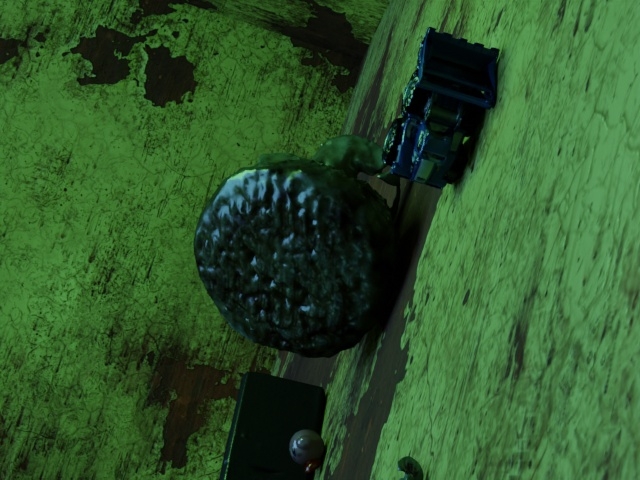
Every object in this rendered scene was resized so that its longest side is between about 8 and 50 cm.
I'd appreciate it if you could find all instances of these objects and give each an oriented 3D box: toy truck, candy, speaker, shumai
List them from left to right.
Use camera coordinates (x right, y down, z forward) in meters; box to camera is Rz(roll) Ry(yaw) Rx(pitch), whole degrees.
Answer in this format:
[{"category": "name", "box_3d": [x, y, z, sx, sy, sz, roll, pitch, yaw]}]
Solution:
[{"category": "speaker", "box_3d": [-0.112, 0.469, 1.928, 0.388, 0.180, 0.184, -78, 2, -48]}, {"category": "shumai", "box_3d": [0.000, 0.000, 1.749, 0.348, 0.395, 0.395, -29, -37, -59]}, {"category": "candy", "box_3d": [0.082, 0.312, 1.021, 0.043, 0.045, 0.175, -19, 43, 41]}, {"category": "toy truck", "box_3d": [0.167, -0.178, 1.345, 0.126, 0.113, 0.208, -86, 13, -69]}]

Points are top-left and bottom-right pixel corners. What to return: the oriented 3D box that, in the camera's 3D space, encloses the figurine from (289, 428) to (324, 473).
[{"category": "figurine", "box_3d": [-0.026, 0.391, 1.817, 0.067, 0.071, 0.083, -31, 1, -18]}]
